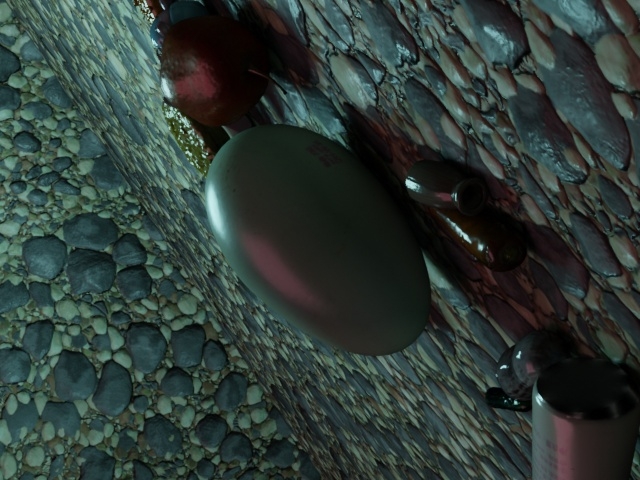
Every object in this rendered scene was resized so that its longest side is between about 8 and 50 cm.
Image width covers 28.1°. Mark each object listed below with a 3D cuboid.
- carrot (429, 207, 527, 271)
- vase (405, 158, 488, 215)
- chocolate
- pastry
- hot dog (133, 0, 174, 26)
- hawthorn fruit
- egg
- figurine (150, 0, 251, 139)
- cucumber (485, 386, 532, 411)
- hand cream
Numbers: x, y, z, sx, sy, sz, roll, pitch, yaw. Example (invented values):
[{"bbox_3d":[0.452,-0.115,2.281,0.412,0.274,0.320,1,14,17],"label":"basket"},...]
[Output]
[{"bbox_3d":[0.176,-0.015,1.465,0.161,0.055,0.055,42,163,52],"label":"carrot"},{"bbox_3d":[0.145,-0.059,1.458,0.101,0.053,0.053,24,148,56],"label":"vase"},{"bbox_3d":[0.257,0.153,1.558,0.072,0.072,0.167,52,164,11],"label":"chocolate"},{"bbox_3d":[-0.182,-0.186,2.153,0.189,0.103,0.189,49,166,17],"label":"pastry"},{"bbox_3d":[-0.267,-0.375,2.080,0.188,0.055,0.072,60,164,-20],"label":"hot dog"},{"bbox_3d":[-0.132,-0.242,1.779,0.203,0.162,0.162,-5,122,55],"label":"hawthorn fruit"},{"bbox_3d":[0.000,0.000,1.723,0.371,0.230,0.230,45,165,10],"label":"egg"},{"bbox_3d":[-0.170,-0.266,1.978,0.205,0.103,0.260,-82,-31,-53],"label":"figurine"},{"bbox_3d":[0.266,0.223,1.785,0.032,0.032,0.133,55,168,-5],"label":"cucumber"},{"bbox_3d":[0.295,0.307,1.464,0.185,0.118,0.358,-104,11,-61],"label":"hand cream"}]
